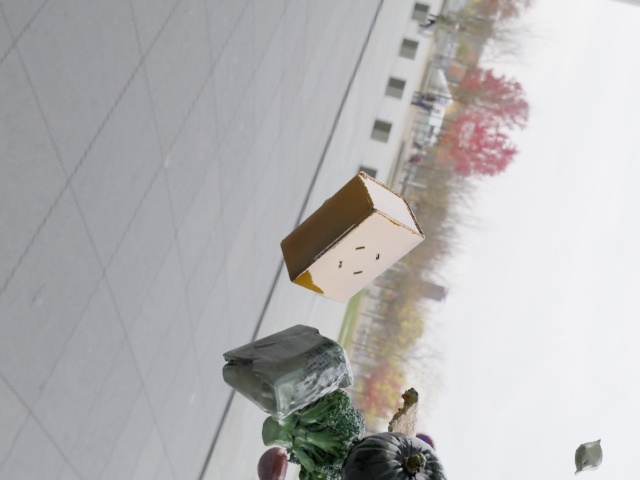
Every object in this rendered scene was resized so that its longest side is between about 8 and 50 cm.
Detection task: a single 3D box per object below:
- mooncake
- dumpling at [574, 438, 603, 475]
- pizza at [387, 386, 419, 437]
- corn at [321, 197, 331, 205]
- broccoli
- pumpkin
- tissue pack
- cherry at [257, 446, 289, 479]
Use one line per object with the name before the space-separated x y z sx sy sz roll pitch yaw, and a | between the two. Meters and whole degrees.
mooncake | -0.069 0.296 1.665 0.250 0.254 0.136 16 -59 57
dumpling | 0.501 0.409 1.392 0.057 0.052 0.076 119 -13 -53
pizza | 0.273 0.696 2.582 0.182 0.073 0.366 6 96 -52
corn | 0.000 0.000 2.248 0.290 0.098 0.098 -62 -179 30
broccoli | -0.017 0.488 1.867 0.270 0.270 0.270 -33 -131 48
pumpkin | 0.171 0.531 1.622 0.216 0.249 0.250 -56 -175 33
tissue pack | 0.067 -0.005 1.736 0.274 0.194 0.145 -41 -131 23
cherry | -0.129 0.618 2.009 0.126 0.086 0.106 -71 177 -73
